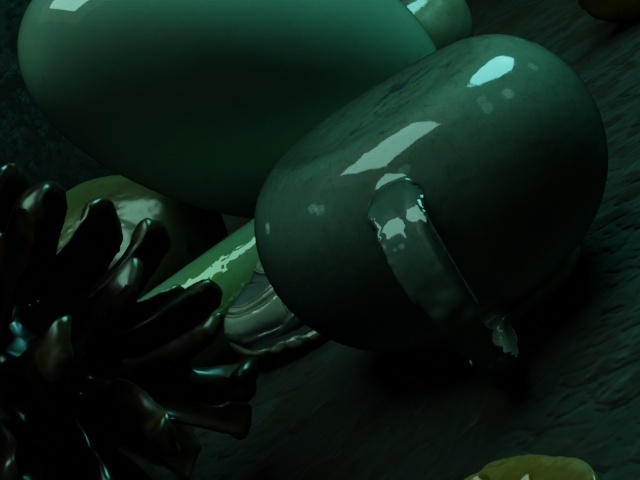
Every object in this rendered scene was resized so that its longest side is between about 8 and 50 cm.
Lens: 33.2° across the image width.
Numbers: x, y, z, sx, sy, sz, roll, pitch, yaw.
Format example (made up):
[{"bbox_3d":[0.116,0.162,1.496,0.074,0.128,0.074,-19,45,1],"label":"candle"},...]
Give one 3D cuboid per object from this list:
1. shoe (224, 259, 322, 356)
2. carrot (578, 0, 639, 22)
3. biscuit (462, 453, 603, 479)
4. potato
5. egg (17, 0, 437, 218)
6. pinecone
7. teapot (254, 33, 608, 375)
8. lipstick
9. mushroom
[{"bbox_3d":[0.000,0.000,0.726,0.180,0.092,0.089,-37,13,-9],"label":"shoe"},{"bbox_3d":[0.309,-0.278,1.027,0.101,0.102,0.263,-26,9,33],"label":"carrot"},{"bbox_3d":[0.037,0.121,0.334,0.118,0.023,0.140,-21,19,48],"label":"biscuit"},{"bbox_3d":[-0.180,0.021,0.988,0.235,0.160,0.178,-8,64,36],"label":"potato"},{"bbox_3d":[-0.064,-0.134,0.893,0.370,0.230,0.230,6,-9,-28],"label":"egg"},{"bbox_3d":[-0.158,0.076,0.514,0.264,0.264,0.264,-33,12,8],"label":"pinecone"},{"bbox_3d":[0.062,-0.018,0.568,0.193,0.129,0.294,-31,15,14],"label":"teapot"},{"bbox_3d":[-0.020,0.005,0.807,0.304,0.076,0.076,-36,12,-7],"label":"lipstick"},{"bbox_3d":[0.064,-0.236,1.214,0.204,0.204,0.204,-33,12,8],"label":"mushroom"}]
